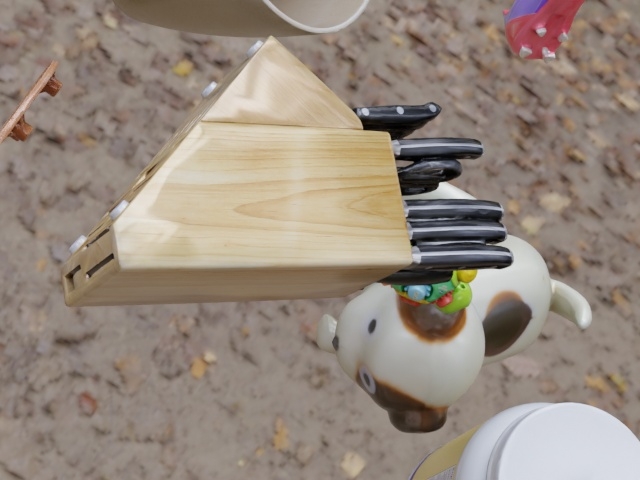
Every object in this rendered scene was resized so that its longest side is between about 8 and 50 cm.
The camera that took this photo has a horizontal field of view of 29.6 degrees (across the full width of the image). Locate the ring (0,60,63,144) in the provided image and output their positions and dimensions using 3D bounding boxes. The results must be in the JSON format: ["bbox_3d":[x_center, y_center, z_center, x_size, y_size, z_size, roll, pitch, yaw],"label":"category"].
[{"bbox_3d":[-0.419,-0.082,1.499,0.032,0.336,0.336,36,37,-15],"label":"ring"}]

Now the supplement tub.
[{"bbox_3d":[0.255,0.341,1.533,0.241,0.331,0.241,6,68,-14],"label":"supplement tub"}]

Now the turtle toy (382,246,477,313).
[{"bbox_3d":[0.116,0.040,1.289,0.130,0.066,0.095,17,6,-41],"label":"turtle toy"}]

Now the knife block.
[{"bbox_3d":[0.000,0.000,0.807,0.242,0.088,0.275,43,54,-12],"label":"knife block"}]

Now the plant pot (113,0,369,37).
[{"bbox_3d":[-0.116,-0.336,1.379,0.256,0.274,0.256,8,79,-47],"label":"plant pot"}]

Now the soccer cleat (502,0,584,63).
[{"bbox_3d":[0.293,-0.314,1.402,0.083,0.248,0.095,6,49,-31],"label":"soccer cleat"}]

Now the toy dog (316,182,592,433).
[{"bbox_3d":[0.171,0.126,1.799,0.395,0.284,0.408,25,25,17],"label":"toy dog"}]
